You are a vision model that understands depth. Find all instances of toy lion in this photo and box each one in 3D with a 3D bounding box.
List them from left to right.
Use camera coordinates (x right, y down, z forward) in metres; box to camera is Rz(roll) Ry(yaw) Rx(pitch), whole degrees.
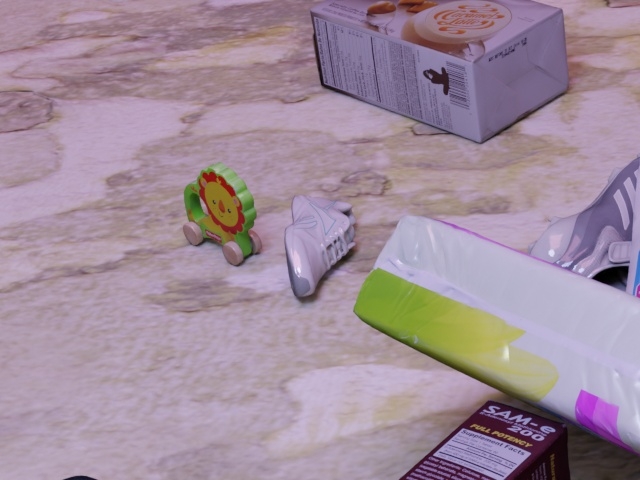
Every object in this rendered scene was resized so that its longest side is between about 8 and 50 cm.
[{"bbox_3d":[-0.095,-0.031,1.730,0.034,0.096,0.100,-31,36,-31],"label":"toy lion"}]

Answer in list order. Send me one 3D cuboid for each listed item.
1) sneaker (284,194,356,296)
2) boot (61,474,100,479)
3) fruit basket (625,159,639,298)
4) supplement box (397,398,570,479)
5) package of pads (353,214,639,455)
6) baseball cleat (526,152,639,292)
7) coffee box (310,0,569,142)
[{"bbox_3d":[0.000,0.000,1.693,0.061,0.054,0.152,-2,31,8],"label":"sneaker"},{"bbox_3d":[-0.143,0.258,1.259,0.207,0.094,0.246,9,28,22],"label":"boot"},{"bbox_3d":[0.392,-0.109,1.506,0.327,0.165,0.353,-25,30,29],"label":"fruit basket"},{"bbox_3d":[0.076,0.225,1.218,0.073,0.130,0.239,17,39,39],"label":"supplement box"},{"bbox_3d":[0.204,0.089,1.330,0.296,0.229,0.101,24,89,43],"label":"package of pads"},{"bbox_3d":[0.274,-0.006,1.625,0.109,0.072,0.206,33,52,29],"label":"baseball cleat"},{"bbox_3d":[0.124,-0.204,1.950,0.141,0.098,0.246,-30,36,-31],"label":"coffee box"}]
